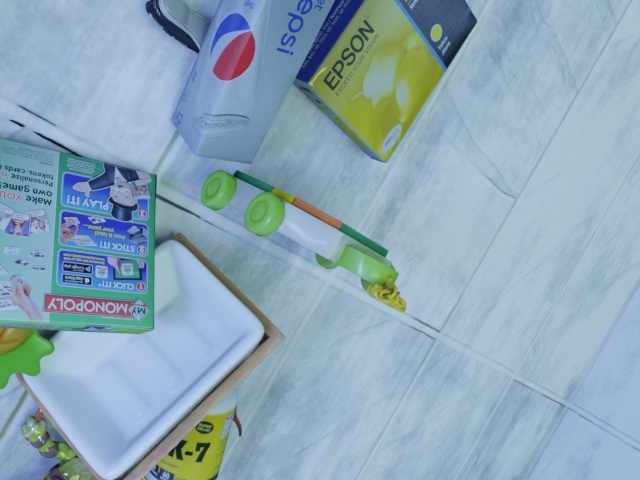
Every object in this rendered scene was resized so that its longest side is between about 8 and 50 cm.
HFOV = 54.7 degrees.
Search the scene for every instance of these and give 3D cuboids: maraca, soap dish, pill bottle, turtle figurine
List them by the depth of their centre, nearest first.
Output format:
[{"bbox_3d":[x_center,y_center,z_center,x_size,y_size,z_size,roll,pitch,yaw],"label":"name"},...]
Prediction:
[{"bbox_3d":[-0.399,0.094,0.747,0.127,0.099,0.185,-19,112,-16],"label":"maraca"},{"bbox_3d":[-0.225,0.163,0.847,0.291,0.229,0.118,-43,159,-16],"label":"soap dish"},{"bbox_3d":[-0.371,0.366,0.906,0.217,0.087,0.269,-41,130,-17],"label":"turtle figurine"},{"bbox_3d":[-0.200,0.281,0.984,0.119,0.119,0.208,4,106,-40],"label":"pill bottle"}]

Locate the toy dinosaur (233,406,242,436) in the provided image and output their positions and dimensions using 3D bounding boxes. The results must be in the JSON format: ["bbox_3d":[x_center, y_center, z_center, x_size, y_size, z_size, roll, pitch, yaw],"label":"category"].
[{"bbox_3d":[-0.150,0.278,1.060,0.047,0.090,0.082,-41,163,-37],"label":"toy dinosaur"}]

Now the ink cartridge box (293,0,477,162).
[{"bbox_3d":[0.088,-0.330,0.973,0.307,0.072,0.303,36,86,-44],"label":"ink cartridge box"}]

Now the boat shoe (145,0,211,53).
[{"bbox_3d":[-0.174,-0.273,0.808,0.125,0.038,0.046,29,65,-53],"label":"boat shoe"}]

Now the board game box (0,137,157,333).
[{"bbox_3d":[-0.344,-0.007,0.714,0.317,0.046,0.213,12,69,-41],"label":"board game box"}]

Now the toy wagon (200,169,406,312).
[{"bbox_3d":[0.000,0.000,0.862,0.267,0.344,0.068,29,89,-42],"label":"toy wagon"}]

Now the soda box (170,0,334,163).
[{"bbox_3d":[-0.086,-0.241,0.792,0.098,0.091,0.286,4,127,-44],"label":"soda box"}]
